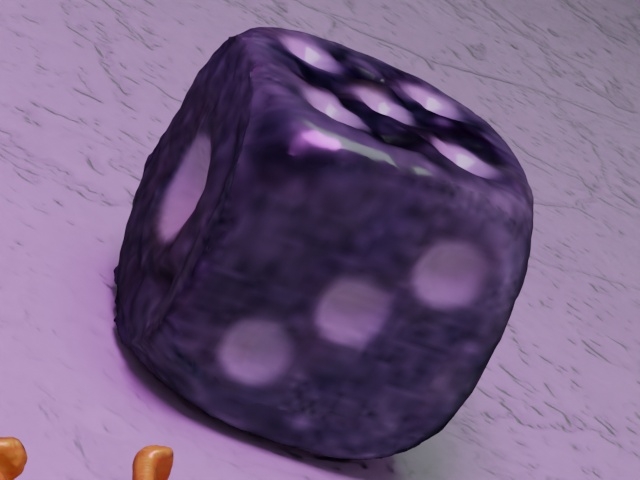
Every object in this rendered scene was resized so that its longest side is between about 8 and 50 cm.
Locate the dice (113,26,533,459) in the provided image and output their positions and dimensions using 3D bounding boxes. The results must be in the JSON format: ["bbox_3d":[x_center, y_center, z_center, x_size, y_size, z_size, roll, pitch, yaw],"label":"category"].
[{"bbox_3d":[0.000,0.000,1.071,0.183,0.182,0.181,20,23,-19],"label":"dice"}]

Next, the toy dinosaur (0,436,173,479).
[{"bbox_3d":[-0.127,0.133,0.755,0.288,0.070,0.117,10,27,-32],"label":"toy dinosaur"}]
